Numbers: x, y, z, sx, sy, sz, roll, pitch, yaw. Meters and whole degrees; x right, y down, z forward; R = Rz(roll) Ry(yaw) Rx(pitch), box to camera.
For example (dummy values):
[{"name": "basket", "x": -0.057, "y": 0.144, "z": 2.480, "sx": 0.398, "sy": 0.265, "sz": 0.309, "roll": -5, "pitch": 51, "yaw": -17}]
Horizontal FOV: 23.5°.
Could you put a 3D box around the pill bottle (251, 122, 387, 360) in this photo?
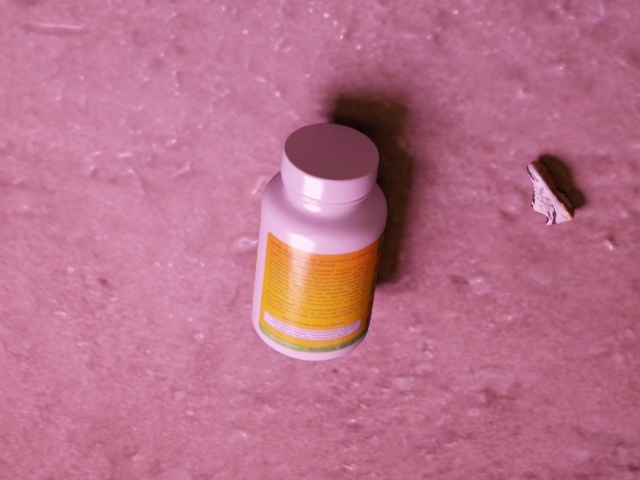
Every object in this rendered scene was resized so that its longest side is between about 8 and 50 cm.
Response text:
[{"name": "pill bottle", "x": 0.000, "y": 0.000, "z": 1.670, "sx": 0.136, "sy": 0.136, "sz": 0.246, "roll": 12, "pitch": 130, "yaw": 5}]

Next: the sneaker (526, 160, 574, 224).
[{"name": "sneaker", "x": 0.237, "y": -0.047, "z": 1.639, "sx": 0.037, "sy": 0.032, "sz": 0.083, "roll": -22, "pitch": 119, "yaw": 29}]
